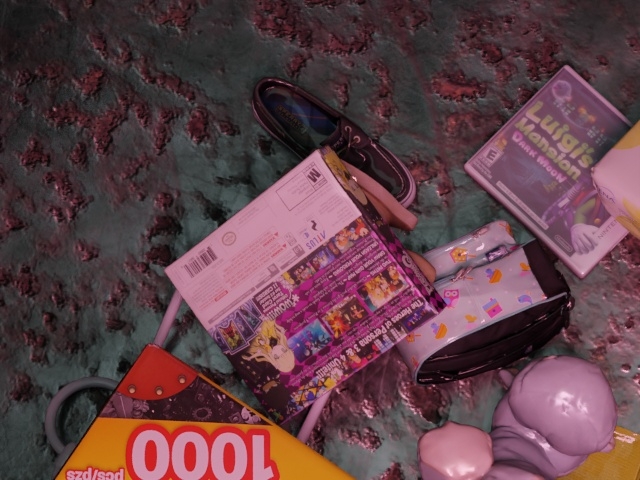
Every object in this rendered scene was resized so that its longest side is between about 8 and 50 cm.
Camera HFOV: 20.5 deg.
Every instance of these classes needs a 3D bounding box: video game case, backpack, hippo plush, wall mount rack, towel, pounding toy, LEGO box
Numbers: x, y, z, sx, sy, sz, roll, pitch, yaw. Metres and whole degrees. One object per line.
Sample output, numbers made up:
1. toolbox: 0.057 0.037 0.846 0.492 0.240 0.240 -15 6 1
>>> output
1. video game case: -0.019 0.049 1.846 0.232 0.042 0.210 -38 87 25
2. backpack: 0.163 0.075 1.943 0.188 0.166 0.144 -31 74 -6
3. hippo plush: 0.233 0.255 1.877 0.234 0.294 0.236 41 62 14
4. video game case: 0.292 -0.081 2.042 0.173 0.022 0.190 -45 77 -6
5. wall mount rack: -0.126 0.200 1.963 0.350 0.130 0.304 28 65 10
6. towel: 0.279 0.311 1.952 0.102 0.021 0.237 21 79 9
7. pounding toy: 0.000 0.000 1.932 0.154 0.269 0.155 34 80 -26
8. LEGO box: -0.076 0.399 1.732 0.500 0.193 0.372 34 70 -3

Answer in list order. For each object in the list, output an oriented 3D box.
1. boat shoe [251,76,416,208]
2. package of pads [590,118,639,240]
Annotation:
1. boat shoe: 0.013 -0.116 2.048 0.228 0.076 0.080 41 84 13
2. package of pads: 0.466 -0.052 1.919 0.229 0.101 0.296 -44 56 -6
